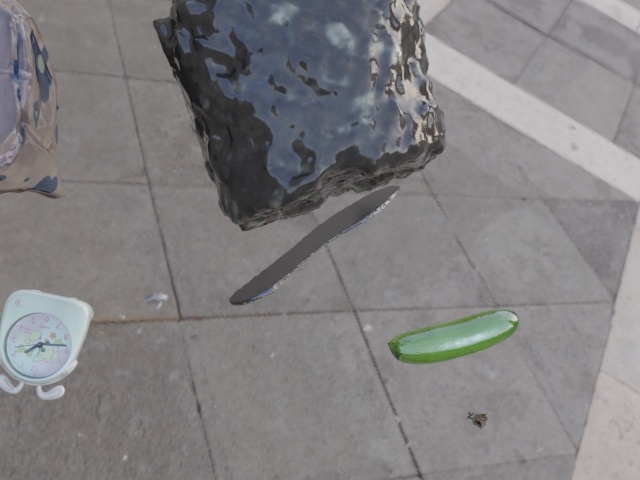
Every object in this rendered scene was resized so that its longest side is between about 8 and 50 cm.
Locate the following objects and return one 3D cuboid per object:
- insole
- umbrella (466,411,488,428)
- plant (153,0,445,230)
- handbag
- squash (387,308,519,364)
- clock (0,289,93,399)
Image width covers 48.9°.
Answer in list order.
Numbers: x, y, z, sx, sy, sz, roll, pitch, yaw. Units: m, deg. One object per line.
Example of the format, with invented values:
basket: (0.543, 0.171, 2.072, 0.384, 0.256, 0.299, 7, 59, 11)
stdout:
insole: (0.000, 0.000, 1.042, 0.348, 0.119, 0.009, -38, 108, -36)
umbrella: (0.269, 0.305, 1.203, 0.083, 0.031, 0.020, 38, 22, -51)
plant: (-0.031, -0.180, 0.594, 0.213, 0.215, 0.312, -22, 92, -2)
handbag: (-0.368, -0.108, 0.661, 0.252, 0.193, 0.190, -8, 82, -3)
squash: (0.282, 0.205, 1.469, 0.293, 0.082, 0.082, -13, 55, -14)
clock: (-0.513, 0.191, 1.292, 0.152, 0.062, 0.190, 13, 84, -6)
